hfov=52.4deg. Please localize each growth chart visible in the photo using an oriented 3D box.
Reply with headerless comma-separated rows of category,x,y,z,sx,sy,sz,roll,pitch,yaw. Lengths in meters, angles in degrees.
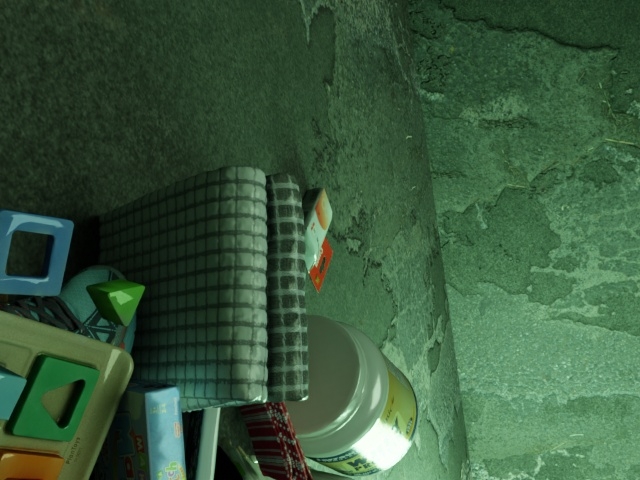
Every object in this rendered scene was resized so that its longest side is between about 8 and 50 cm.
growth chart,-0.052,0.395,0.980,0.172,0.021,0.237,48,-3,41

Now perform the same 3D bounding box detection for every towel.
towel,-0.131,0.065,0.708,0.121,0.284,0.235,9,73,-44
towel,-0.098,0.191,0.869,0.275,0.031,0.199,68,-23,7

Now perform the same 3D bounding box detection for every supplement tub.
supplement tub,0.029,0.275,1.136,0.316,0.228,0.228,50,40,-54

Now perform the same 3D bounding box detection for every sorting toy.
sorting toy,-0.237,0.151,0.480,0.196,0.047,0.347,36,71,-52

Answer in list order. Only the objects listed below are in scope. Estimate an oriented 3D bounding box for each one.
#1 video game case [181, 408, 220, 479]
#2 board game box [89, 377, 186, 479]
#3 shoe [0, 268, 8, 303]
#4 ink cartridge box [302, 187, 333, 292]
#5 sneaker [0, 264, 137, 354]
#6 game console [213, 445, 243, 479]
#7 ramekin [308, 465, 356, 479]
video game case,-0.153,0.216,0.825,0.173,0.022,0.190,136,-39,-61
board game box,-0.192,0.215,0.632,0.039,0.211,0.160,-2,85,-39
shoe,-0.318,0.010,0.549,0.076,0.058,0.219,-41,141,-60
ink cartridge box,0.000,0.000,1.393,0.145,0.045,0.179,-69,144,-48
sneaker,-0.251,0.098,0.555,0.262,0.104,0.125,-56,159,-44
game console,-0.057,0.434,0.840,0.213,0.044,0.361,63,-12,-26
ramekin,0.010,0.543,1.153,0.273,0.127,0.273,-7,90,-69
